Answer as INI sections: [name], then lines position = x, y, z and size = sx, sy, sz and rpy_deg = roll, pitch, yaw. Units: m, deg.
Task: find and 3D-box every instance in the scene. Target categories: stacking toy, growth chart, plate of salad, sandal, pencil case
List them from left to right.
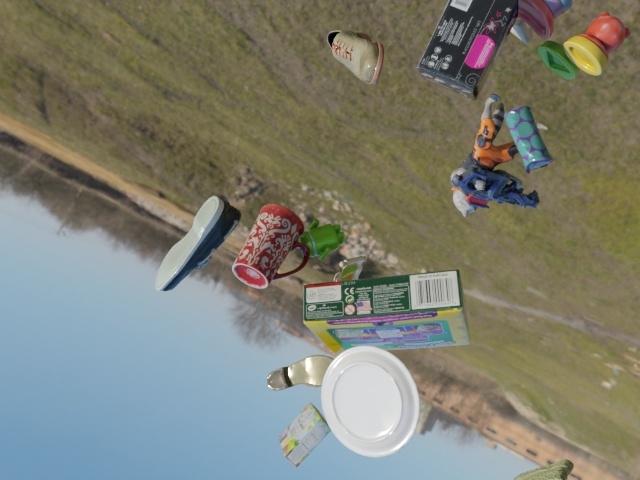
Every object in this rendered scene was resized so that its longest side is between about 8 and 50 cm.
[sandal]
position = -0.032, 0.375, 1.800
size = 0.240, 0.088, 0.079
rpy_deg = -17, 166, 24
[growth chart]
position = 0.071, 0.151, 1.790
size = 0.021, 0.237, 0.172
rpy_deg = 21, -157, 25
[plate of salad]
position = 0.092, 0.291, 1.157
size = 0.200, 0.200, 0.048
rpy_deg = 24, -170, 29
[pencil case]
position = 0.481, -0.236, 1.471
size = 0.064, 0.152, 0.070
rpy_deg = -26, 158, 27
[stacking toy]
position = 0.644, -0.574, 1.685
size = 0.309, 0.130, 0.279
rpy_deg = 43, -174, 2

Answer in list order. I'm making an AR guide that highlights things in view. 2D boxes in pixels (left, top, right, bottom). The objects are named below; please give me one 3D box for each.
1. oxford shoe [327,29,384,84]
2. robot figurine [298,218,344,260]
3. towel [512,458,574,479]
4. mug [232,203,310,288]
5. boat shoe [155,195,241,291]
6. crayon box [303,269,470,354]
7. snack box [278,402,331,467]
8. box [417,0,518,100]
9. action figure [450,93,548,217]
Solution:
[oxford shoe]
position = 0.097, -0.546, 1.880
size = 0.130, 0.123, 0.348
rpy_deg = 9, -156, -17
[robot figurine]
position = 0.000, 0.000, 1.530
size = 0.067, 0.115, 0.101
rpy_deg = 87, 163, -58
[towel]
position = 0.466, 0.517, 1.368
size = 0.110, 0.148, 0.027
rpy_deg = -12, -106, -55
[mug]
position = -0.106, 0.023, 1.438
size = 0.150, 0.169, 0.113
rpy_deg = 24, 147, 7
[boat shoe]
position = -0.321, 0.026, 1.668
size = 0.091, 0.302, 0.114
rpy_deg = 30, -161, -36
[crayon box]
position = 0.173, 0.185, 1.560
size = 0.363, 0.106, 0.313
rpy_deg = -6, 156, 13
[snack box]
position = -0.033, 0.383, 1.265
size = 0.037, 0.100, 0.141
rpy_deg = 46, 171, -5
[box]
position = 0.377, -0.510, 1.624
size = 0.163, 0.247, 0.142
rpy_deg = 27, -173, 15
[action figure]
position = 0.503, -0.212, 1.827
size = 0.341, 0.330, 0.178
rpy_deg = 20, -162, -35
